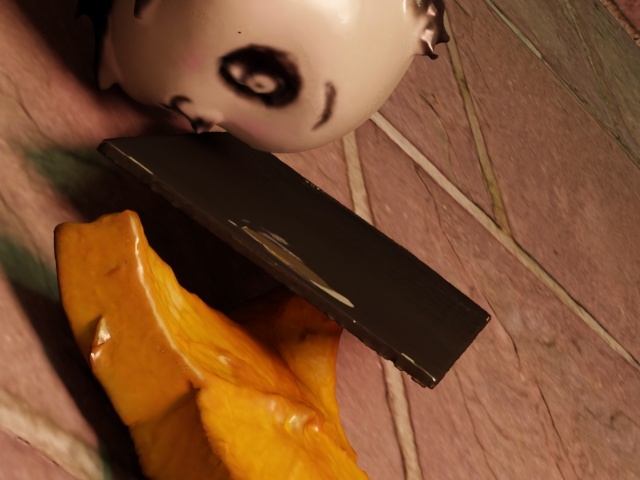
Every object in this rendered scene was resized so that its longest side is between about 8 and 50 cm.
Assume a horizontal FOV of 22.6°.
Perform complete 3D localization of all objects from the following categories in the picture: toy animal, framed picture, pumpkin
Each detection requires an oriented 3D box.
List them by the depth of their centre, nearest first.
[{"bbox_3d":[-0.025,0.109,0.934,0.290,0.095,0.258,23,33,-60],"label":"pumpkin"},{"bbox_3d":[-0.065,-0.204,1.070,0.310,0.251,0.251,47,22,-12],"label":"toy animal"},{"bbox_3d":[0.000,0.000,1.075,0.244,0.013,0.324,35,11,7],"label":"framed picture"}]
